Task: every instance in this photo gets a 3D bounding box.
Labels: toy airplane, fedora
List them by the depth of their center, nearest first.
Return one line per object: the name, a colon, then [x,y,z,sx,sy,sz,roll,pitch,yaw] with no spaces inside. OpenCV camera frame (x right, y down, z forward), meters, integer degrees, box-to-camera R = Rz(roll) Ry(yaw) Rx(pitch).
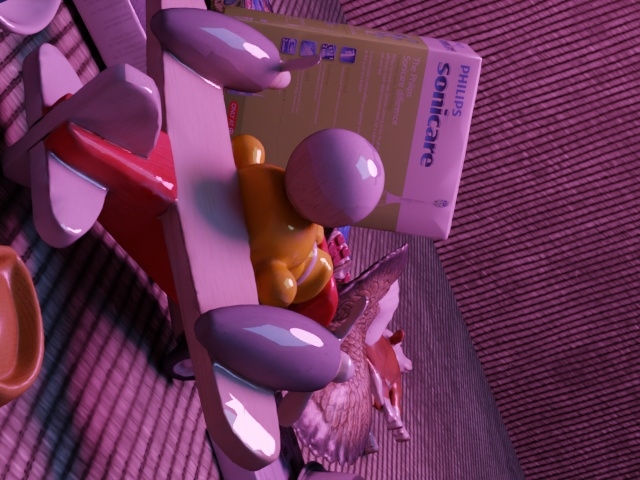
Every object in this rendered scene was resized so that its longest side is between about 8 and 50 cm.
fedora: [-0.226,0.054,0.841,0.194,0.079,0.194,-19,90,-79]
toy airplane: [-0.084,-0.040,1.160,0.384,0.273,0.386,-60,130,-74]

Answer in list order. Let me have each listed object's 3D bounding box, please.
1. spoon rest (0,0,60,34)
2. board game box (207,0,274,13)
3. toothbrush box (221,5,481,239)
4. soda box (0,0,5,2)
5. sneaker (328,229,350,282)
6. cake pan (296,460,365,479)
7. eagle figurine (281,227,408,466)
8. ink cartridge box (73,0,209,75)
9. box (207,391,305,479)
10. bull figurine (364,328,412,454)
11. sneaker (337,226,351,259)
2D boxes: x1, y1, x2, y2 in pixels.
spoon rest: [-0.239,-0.274,1.087,0.276,0.084,0.137,-86,152,-46]
board game box: [-0.103,-0.278,1.622,0.194,0.060,0.194,-93,165,-49]
toothbrush box: [0.015,-0.131,1.484,0.122,0.283,0.206,-93,-169,-74]
soda box: [-0.248,-0.129,0.695,0.067,0.210,0.071,-64,134,-73]
sneaker: [-0.049,-0.028,1.708,0.112,0.121,0.299,31,-39,59]
cake pan: [0.029,0.382,1.452,0.293,0.054,0.293,-8,90,-78]
eagle figurine: [0.014,0.096,1.541,0.226,0.225,0.298,55,-7,-28]
ink cartridge box: [-0.173,-0.225,1.525,0.303,0.072,0.307,-88,156,-58]
box: [-0.056,0.245,1.425,0.186,0.038,0.145,-13,84,-79]
bull figurine: [0.071,0.196,1.924,0.310,0.101,0.188,43,33,-67]
sneaker: [0.000,0.000,2.028,0.082,0.069,0.209,29,41,-22]
